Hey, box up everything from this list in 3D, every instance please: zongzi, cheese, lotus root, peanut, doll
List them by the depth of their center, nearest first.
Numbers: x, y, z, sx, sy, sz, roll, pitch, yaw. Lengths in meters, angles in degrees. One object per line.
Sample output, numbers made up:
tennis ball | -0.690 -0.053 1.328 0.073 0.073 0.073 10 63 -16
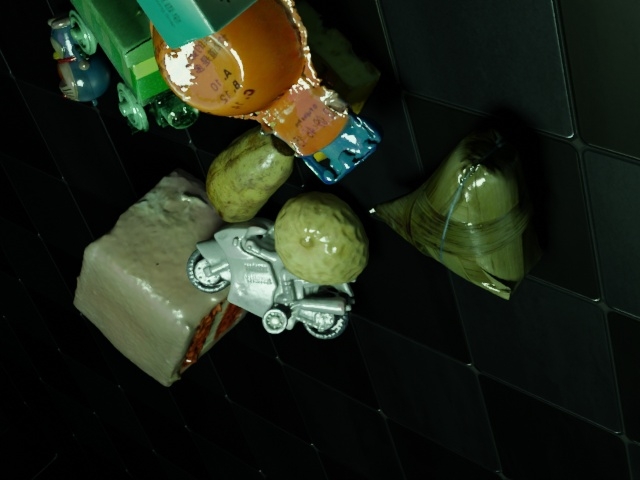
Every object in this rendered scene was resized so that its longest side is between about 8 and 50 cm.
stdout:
cheese | -0.074 -0.199 1.487 0.329 0.129 0.217 42 132 -7
zongzi | 0.142 -0.063 1.503 0.242 0.112 0.221 29 150 33
peanut | 0.000 0.000 1.793 0.140 0.109 0.159 2 148 17
lotus root | -0.102 -0.099 1.815 0.097 0.110 0.258 9 157 -19
doll | -0.377 -0.280 1.994 0.114 0.085 0.152 -134 24 -62

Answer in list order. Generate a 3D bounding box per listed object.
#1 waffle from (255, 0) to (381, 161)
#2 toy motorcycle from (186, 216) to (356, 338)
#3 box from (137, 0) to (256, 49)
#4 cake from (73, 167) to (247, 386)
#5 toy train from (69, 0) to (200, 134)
waffle | -0.053 -0.228 1.620 0.248 0.055 0.221 44 153 6
toy motorcycle | -0.065 0.040 1.914 0.260 0.171 0.110 22 -168 5
box | -0.095 -0.330 1.333 0.092 0.245 0.153 -7 123 54
cake | -0.242 0.064 2.104 0.230 0.237 0.309 39 150 8
toy train | -0.252 -0.285 1.696 0.301 0.120 0.202 54 160 31
